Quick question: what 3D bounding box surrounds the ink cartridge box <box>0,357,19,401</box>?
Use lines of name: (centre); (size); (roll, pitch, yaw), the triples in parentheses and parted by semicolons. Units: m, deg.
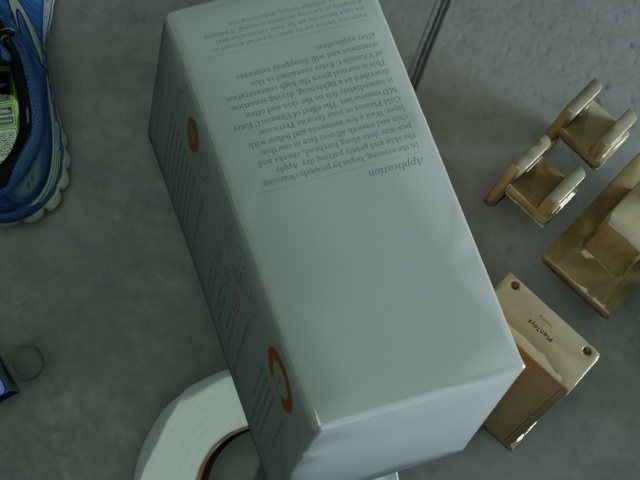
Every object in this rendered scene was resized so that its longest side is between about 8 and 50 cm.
ink cartridge box: (-0.351, 0.064, 1.634); (0.097, 0.046, 0.207); (-30, 84, 0)

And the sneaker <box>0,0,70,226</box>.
sneaker: (-0.285, -0.182, 1.609); (0.130, 0.147, 0.330); (-14, 83, 0)

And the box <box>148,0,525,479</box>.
box: (0.000, 0.000, 1.495); (0.168, 0.215, 0.345); (-15, 71, -15)

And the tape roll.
tape roll: (-0.043, 0.209, 1.594); (0.219, 0.072, 0.219); (0, 83, 1)

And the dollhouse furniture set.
dollhouse furniture set: (0.214, 0.036, 1.594); (0.212, 0.161, 0.242); (43, 65, 6)
